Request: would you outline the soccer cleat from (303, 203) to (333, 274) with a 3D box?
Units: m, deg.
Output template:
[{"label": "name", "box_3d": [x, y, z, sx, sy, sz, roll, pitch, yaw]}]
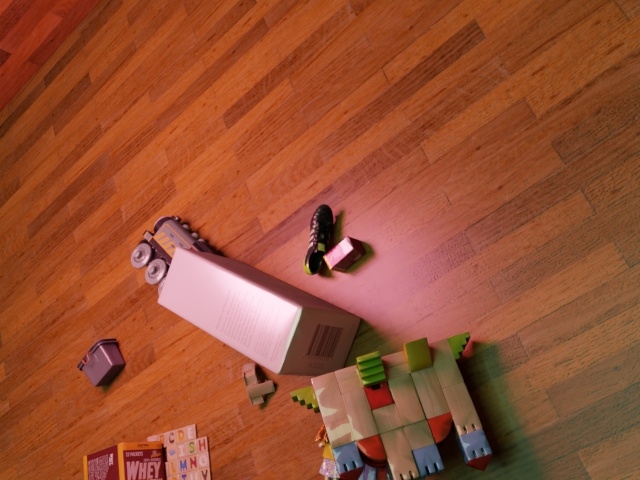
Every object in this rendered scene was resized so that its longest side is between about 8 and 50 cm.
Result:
[{"label": "soccer cleat", "box_3d": [0.000, 0.000, 1.727, 0.072, 0.060, 0.178, -161, 84, -74]}]

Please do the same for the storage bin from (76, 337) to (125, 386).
[{"label": "storage bin", "box_3d": [-0.663, 0.375, 2.141, 0.135, 0.098, 0.091, -49, 64, 18]}]

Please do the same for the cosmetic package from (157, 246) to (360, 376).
[{"label": "cosmetic package", "box_3d": [-0.157, 0.169, 1.707, 0.453, 0.230, 0.161, 22, 93, 40]}]

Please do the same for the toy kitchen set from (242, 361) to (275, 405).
[{"label": "toy kitchen set", "box_3d": [-0.154, 0.358, 1.788, 0.068, 0.075, 0.083, -15, 104, -3]}]

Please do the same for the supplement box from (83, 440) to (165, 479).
[{"label": "supplement box", "box_3d": [-0.534, 0.664, 1.926, 0.194, 0.129, 0.191, -28, 62, 35]}]

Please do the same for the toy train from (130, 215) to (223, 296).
[{"label": "toy train", "box_3d": [-0.398, 0.060, 1.993, 0.190, 0.142, 0.334, -52, 50, 0]}]

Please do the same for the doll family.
[{"label": "doll family", "box_3d": [0.078, 0.447, 1.519, 0.263, 0.118, 0.163, -6, 74, 37]}]

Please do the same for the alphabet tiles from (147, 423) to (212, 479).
[{"label": "alphabet tiles", "box_3d": [-0.384, 0.611, 1.909, 0.237, 0.009, 0.198, -23, 65, 32]}]

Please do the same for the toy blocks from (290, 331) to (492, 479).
[{"label": "toy blocks", "box_3d": [0.156, 0.366, 1.396, 0.382, 0.190, 0.260, -16, 63, -5]}]

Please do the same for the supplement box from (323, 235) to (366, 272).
[{"label": "supplement box", "box_3d": [0.058, 0.034, 1.686, 0.083, 0.055, 0.043, -41, 57, 22]}]
